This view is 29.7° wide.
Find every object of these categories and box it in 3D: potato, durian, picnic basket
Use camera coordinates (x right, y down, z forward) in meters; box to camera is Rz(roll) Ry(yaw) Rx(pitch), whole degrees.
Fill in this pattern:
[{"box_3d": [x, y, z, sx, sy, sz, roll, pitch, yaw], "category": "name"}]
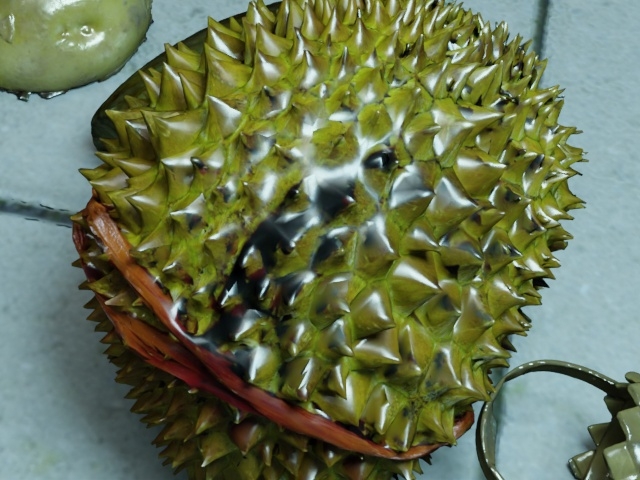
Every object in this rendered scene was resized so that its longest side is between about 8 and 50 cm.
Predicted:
[{"box_3d": [-0.274, -0.210, 1.128, 0.243, 0.098, 0.138, -13, 57, -12], "category": "potato"}, {"box_3d": [0.004, 0.002, 0.843, 0.348, 0.347, 0.384, 17, 79, 9], "category": "durian"}, {"box_3d": [0.196, 0.157, 0.857, 0.178, 0.138, 0.128, 21, 55, 4], "category": "picnic basket"}]

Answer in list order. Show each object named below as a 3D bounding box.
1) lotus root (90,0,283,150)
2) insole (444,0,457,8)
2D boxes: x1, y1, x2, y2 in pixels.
[{"box_3d": [-0.040, -0.147, 1.069, 0.314, 0.142, 0.210, -31, 60, -26], "category": "lotus root"}, {"box_3d": [0.052, -0.256, 1.240, 0.193, 0.006, 0.065, 18, 54, 10], "category": "insole"}]
